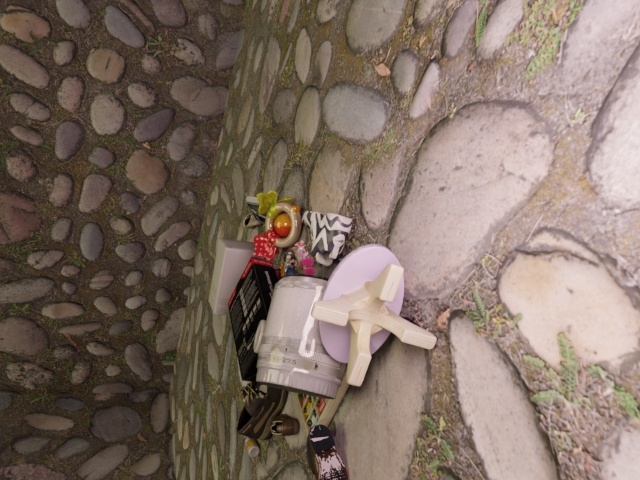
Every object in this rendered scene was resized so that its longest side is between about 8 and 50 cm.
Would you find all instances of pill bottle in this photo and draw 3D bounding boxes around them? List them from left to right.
[{"bbox_3d":[-0.262,0.784,1.790,0.083,0.043,0.043,-165,83,-66],"label":"pill bottle"},{"bbox_3d":[-0.097,0.287,1.332,0.094,0.169,0.094,-165,90,-77],"label":"pill bottle"}]

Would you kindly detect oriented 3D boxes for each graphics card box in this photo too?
[{"bbox_3d":[-0.209,0.255,1.571,0.233,0.094,0.371,-60,30,22],"label":"graphics card box"}]

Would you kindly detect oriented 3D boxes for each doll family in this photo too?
[{"bbox_3d":[-0.073,0.134,1.383,0.163,0.118,0.263,-134,32,-69],"label":"doll family"}]

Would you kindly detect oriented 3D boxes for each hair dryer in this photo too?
[{"bbox_3d":[-0.173,0.181,1.703,0.293,0.080,0.224,130,147,-53],"label":"hair dryer"}]

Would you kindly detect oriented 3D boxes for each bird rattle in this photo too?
[{"bbox_3d":[-0.156,-0.050,1.691,0.206,0.143,0.254,8,88,43],"label":"bird rattle"}]

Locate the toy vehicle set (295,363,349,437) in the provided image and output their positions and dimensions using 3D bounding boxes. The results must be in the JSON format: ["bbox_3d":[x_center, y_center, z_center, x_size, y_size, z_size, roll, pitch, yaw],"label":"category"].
[{"bbox_3d":[0.004,0.408,1.319,0.166,0.035,0.267,-117,41,-52],"label":"toy vehicle set"}]

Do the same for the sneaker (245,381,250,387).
[{"bbox_3d":[-0.258,0.614,1.810,0.067,0.064,0.175,-58,35,25],"label":"sneaker"}]

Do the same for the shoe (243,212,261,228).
[{"bbox_3d":[-0.317,-0.096,2.144,0.219,0.058,0.077,172,104,-65],"label":"shoe"}]

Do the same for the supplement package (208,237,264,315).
[{"bbox_3d":[-0.364,0.158,2.033,0.177,0.175,0.293,-146,66,-65],"label":"supplement package"}]

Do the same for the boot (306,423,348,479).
[{"bbox_3d":[0.016,0.584,1.205,0.106,0.082,0.219,118,140,-67],"label":"boot"}]

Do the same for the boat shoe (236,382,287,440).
[{"bbox_3d":[-0.208,0.553,1.630,0.132,0.130,0.356,-131,53,-59],"label":"boat shoe"}]

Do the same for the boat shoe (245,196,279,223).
[{"bbox_3d":[-0.233,-0.120,1.923,0.301,0.108,0.102,16,97,58],"label":"boat shoe"}]

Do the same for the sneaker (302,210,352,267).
[{"bbox_3d":[0.000,0.000,1.370,0.235,0.094,0.153,10,84,56],"label":"sneaker"}]

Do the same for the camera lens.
[{"bbox_3d":[-0.032,0.235,1.176,0.219,0.219,0.274,-30,44,61],"label":"camera lens"}]

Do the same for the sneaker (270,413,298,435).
[{"bbox_3d":[-0.136,0.600,1.530,0.188,0.071,0.066,142,130,-57],"label":"sneaker"}]

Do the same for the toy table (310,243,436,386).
[{"bbox_3d":[0.098,0.156,0.974,0.161,0.252,0.274,-113,29,-76],"label":"toy table"}]
